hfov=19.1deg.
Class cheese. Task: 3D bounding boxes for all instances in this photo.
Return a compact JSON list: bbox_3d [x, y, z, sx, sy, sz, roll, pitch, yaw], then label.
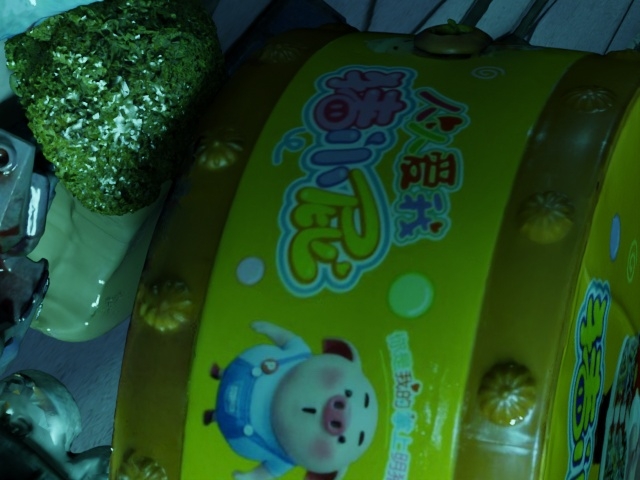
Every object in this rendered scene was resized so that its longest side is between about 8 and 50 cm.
[{"bbox_3d":[-0.110,-0.059,1.133,0.163,0.082,0.286,-49,168,-42],"label":"cheese"}]

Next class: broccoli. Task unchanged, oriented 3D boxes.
[{"bbox_3d":[-0.106,-0.084,0.974,0.120,0.131,0.130,-5,-134,46],"label":"broccoli"}]

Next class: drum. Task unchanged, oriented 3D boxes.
[{"bbox_3d":[0.067,0.092,1.032,0.431,0.214,0.431,8,90,-70],"label":"drum"}]

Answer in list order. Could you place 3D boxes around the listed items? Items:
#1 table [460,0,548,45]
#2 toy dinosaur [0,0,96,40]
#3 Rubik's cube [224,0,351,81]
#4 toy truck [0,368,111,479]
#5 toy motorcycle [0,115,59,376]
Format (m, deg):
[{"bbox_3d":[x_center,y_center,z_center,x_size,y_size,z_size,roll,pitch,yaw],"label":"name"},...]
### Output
[{"bbox_3d":[0.310,-0.229,2.081,0.272,0.222,0.335,-54,171,27],"label":"table"},{"bbox_3d":[-0.157,-0.094,0.758,0.144,0.076,0.329,-14,-156,47],"label":"toy dinosaur"},{"bbox_3d":[0.000,0.000,1.394,0.237,0.237,0.238,-49,170,-9],"label":"Rubik's cube"},{"bbox_3d":[-0.164,0.268,1.202,0.207,0.387,0.173,-51,172,31],"label":"toy truck"},{"bbox_3d":[-0.201,0.029,1.038,0.122,0.082,0.213,-40,154,-79],"label":"toy motorcycle"}]
